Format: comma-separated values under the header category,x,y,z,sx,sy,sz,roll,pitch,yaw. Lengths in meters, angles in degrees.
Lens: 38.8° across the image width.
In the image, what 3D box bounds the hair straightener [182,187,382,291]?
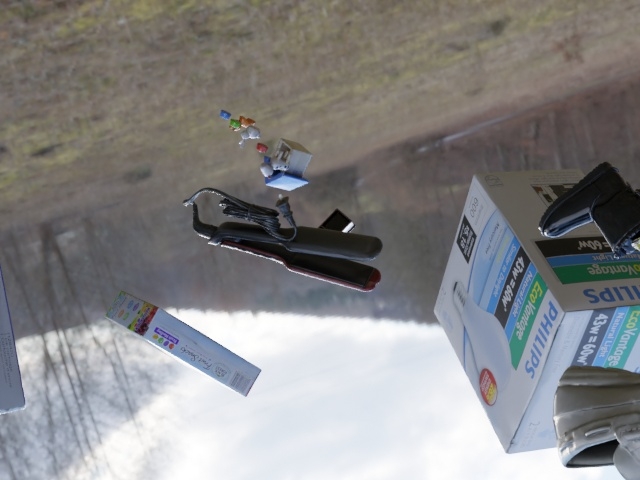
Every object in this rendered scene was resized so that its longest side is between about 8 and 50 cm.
category,x,y,z,sx,sy,sz,roll,pitch,yaw
hair straightener,-0.043,-0.018,0.945,0.230,0.089,0.047,18,-141,19

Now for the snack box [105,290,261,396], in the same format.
category,x,y,z,sx,sy,sz,roll,pitch,yaw
snack box,-0.143,0.107,0.945,0.100,0.141,0.037,10,-113,55

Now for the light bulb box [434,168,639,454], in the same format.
category,x,y,z,sx,sy,sz,roll,pitch,yaw
light bulb box,0.397,0.119,1.605,0.225,0.358,0.361,-4,-140,-16

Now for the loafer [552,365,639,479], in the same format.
category,x,y,z,sx,sy,sz,roll,pitch,yaw
loafer,0.316,0.174,0.815,0.112,0.111,0.319,16,168,-12

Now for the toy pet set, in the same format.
category,x,y,z,sx,sy,sz,roll,pitch,yaw
toy pet set,-0.077,-0.111,1.222,0.114,0.065,0.122,13,-158,-39

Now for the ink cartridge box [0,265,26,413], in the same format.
category,x,y,z,sx,sy,sz,roll,pitch,yaw
ink cartridge box,-0.430,0.054,0.978,0.072,0.303,0.307,-13,174,0

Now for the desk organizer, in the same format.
category,x,y,z,sx,sy,sz,roll,pitch,yaw
desk organizer,0.000,0.000,1.625,0.130,0.047,0.050,-45,168,-2

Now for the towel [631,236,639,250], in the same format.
category,x,y,z,sx,sy,sz,roll,pitch,yaw
towel,0.330,0.016,0.832,0.009,0.083,0.060,-57,176,-15

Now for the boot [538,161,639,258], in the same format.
category,x,y,z,sx,sy,sz,roll,pitch,yaw
boot,0.313,-0.020,1.015,0.121,0.099,0.045,-45,138,20
